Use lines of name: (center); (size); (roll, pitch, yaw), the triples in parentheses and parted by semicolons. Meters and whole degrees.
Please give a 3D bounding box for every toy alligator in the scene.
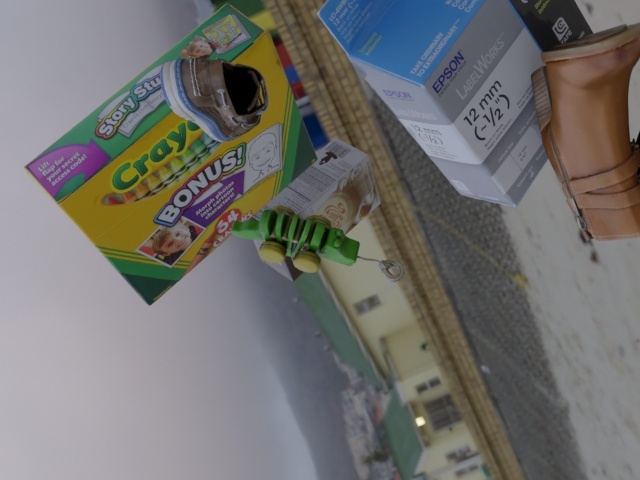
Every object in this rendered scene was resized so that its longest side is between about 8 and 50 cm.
toy alligator: (0.000, 0.000, 0.948); (0.051, 0.190, 0.056); (101, -176, -61)

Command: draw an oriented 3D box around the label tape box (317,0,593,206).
label tape box: (0.192, -0.246, 1.137); (0.115, 0.249, 0.347); (22, 161, 51)

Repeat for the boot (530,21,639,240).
boot: (0.306, -0.106, 0.997); (0.283, 0.109, 0.220); (135, 119, -84)

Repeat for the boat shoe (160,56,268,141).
boat shoe: (-0.087, -0.137, 0.889); (0.183, 0.066, 0.066); (-3, -96, -74)

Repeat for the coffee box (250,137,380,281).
coffee box: (-0.012, -0.059, 1.736); (0.098, 0.246, 0.141); (33, 156, 37)

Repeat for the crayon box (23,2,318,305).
crayon box: (-0.196, -0.114, 1.339); (0.106, 0.363, 0.313); (42, 168, 28)

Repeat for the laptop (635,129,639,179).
laptop: (0.489, -0.164, 1.072); (0.234, 0.137, 0.264); (98, -168, -86)
